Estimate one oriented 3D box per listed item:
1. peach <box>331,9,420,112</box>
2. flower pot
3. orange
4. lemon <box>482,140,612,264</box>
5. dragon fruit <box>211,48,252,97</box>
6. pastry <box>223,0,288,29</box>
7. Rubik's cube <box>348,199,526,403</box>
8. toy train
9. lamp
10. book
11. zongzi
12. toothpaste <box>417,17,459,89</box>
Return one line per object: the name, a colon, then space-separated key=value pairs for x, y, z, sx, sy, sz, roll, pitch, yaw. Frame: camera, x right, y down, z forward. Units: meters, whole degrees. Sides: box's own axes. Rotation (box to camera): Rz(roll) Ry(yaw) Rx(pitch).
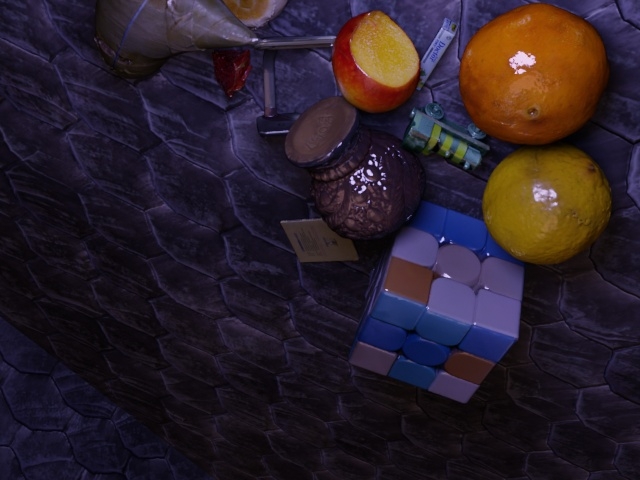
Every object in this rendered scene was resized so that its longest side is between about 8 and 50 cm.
peach: x=0.115 y=-0.367 z=1.554 sx=0.190 sy=0.190 sz=0.192 roll=10 pitch=140 yaw=11
flower pot: x=0.068 y=-0.171 z=1.706 sx=0.267 sy=0.266 sz=0.267 roll=-12 pitch=139 yaw=32
orange: x=0.412 y=-0.316 z=1.462 sx=0.284 sy=0.226 sz=0.283 roll=7 pitch=142 yaw=6
lemon: x=0.492 y=-0.081 z=1.655 sx=0.293 sy=0.293 sz=0.293 roll=11 pitch=139 yaw=10
dragon fruit: x=-0.196 y=-0.392 z=1.765 sx=0.097 sy=0.063 sz=0.131 roll=38 pitch=149 yaw=31
pastry: x=-0.143 y=-0.519 z=1.561 sx=0.166 sy=0.088 sz=0.165 roll=12 pitch=142 yaw=9
Rubik's cube: x=0.300 y=0.152 z=1.934 sx=0.345 sy=0.346 sz=0.346 roll=18 pitch=140 yaw=0
toy train: x=0.283 y=-0.224 z=1.685 sx=0.200 sy=0.132 sz=0.083 roll=24 pitch=140 yaw=-3
lamp: x=-0.051 y=-0.361 z=1.707 sx=0.203 sy=0.124 sz=0.283 roll=-3 pitch=136 yaw=-5
book: x=0.000 y=0.000 z=2.138 sx=0.192 sy=0.013 sz=0.168 roll=-3 pitch=135 yaw=24
zongzi: x=-0.315 y=-0.424 z=1.607 sx=0.393 sy=0.174 sz=0.356 roll=41 pitch=144 yaw=8
toothpaste: x=0.236 y=-0.389 z=1.586 sx=0.034 sy=0.046 sz=0.164 roll=28 pitch=140 yaw=-4
